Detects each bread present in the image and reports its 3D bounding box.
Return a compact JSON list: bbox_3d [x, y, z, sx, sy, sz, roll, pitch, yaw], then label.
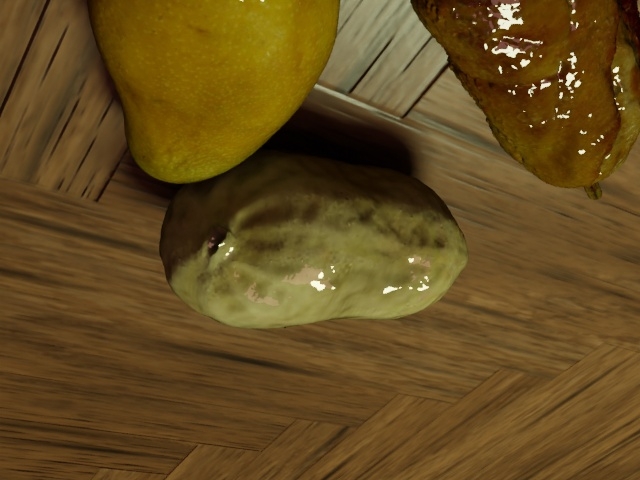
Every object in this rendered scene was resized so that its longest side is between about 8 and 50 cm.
[{"bbox_3d":[0.145,-0.116,0.511,0.124,0.084,0.344,-25,140,16],"label":"bread"}]

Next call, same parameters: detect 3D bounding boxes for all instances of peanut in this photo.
[{"bbox_3d":[0.000,0.000,0.583,0.224,0.129,0.129,-1,140,-22],"label":"peanut"}]

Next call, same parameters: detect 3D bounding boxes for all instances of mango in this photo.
[{"bbox_3d":[-0.060,-0.112,0.457,0.136,0.099,0.227,-3,149,-18],"label":"mango"}]
